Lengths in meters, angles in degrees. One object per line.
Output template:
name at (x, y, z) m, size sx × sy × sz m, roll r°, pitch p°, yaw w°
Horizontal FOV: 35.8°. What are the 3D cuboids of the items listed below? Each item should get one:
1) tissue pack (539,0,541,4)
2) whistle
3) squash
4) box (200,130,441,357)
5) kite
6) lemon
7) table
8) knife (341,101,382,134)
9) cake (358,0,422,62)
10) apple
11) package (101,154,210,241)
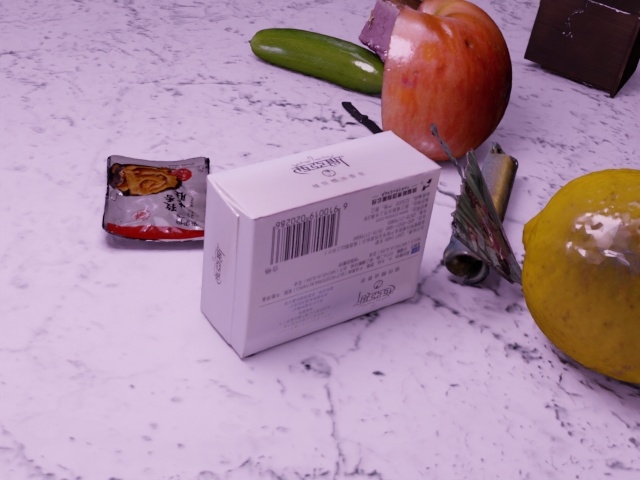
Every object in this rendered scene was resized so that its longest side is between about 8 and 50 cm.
tissue pack at (0.576, -0.512, 2.132) m, size 0.178 × 0.123 × 0.127 m, roll -13°, pitch 51°, yaw -22°
whistle at (0.243, -0.049, 1.448) m, size 0.057 × 0.068 × 0.326 m, roll -18°, pitch 24°, yaw 30°
squash at (0.007, -0.336, 1.813) m, size 0.293 × 0.082 × 0.082 m, roll 21°, pitch 37°, yaw 20°
box at (-0.002, -0.001, 1.215) m, size 0.274 × 0.203 × 0.116 m, roll -17°, pitch 41°, yaw -30°
kite at (0.211, -0.039, 1.301) m, size 0.013 × 0.267 × 0.323 m, roll -27°, pitch 13°, yaw 21°
lemon at (0.382, 0.043, 1.181) m, size 0.310 × 0.253 × 0.253 m, roll 31°, pitch 41°, yaw 31°
table at (0.529, -0.409, 1.932) m, size 0.193 × 0.172 × 0.169 m, roll 25°, pitch 38°, yaw 19°
knife at (0.084, -0.197, 1.688) m, size 0.023 × 0.010 × 0.170 m, roll -18°, pitch 43°, yaw -23°
cake at (0.162, -0.385, 1.811) m, size 0.113 × 0.116 × 0.295 m, roll 42°, pitch 22°, yaw 10°
apple at (0.220, -0.261, 1.589) m, size 0.163 × 0.251 × 0.293 m, roll 10°, pitch 33°, yaw 20°
package at (-0.231, -0.064, 1.420) m, size 0.154 × 0.030 × 0.239 m, roll 2°, pitch 34°, yaw -11°
